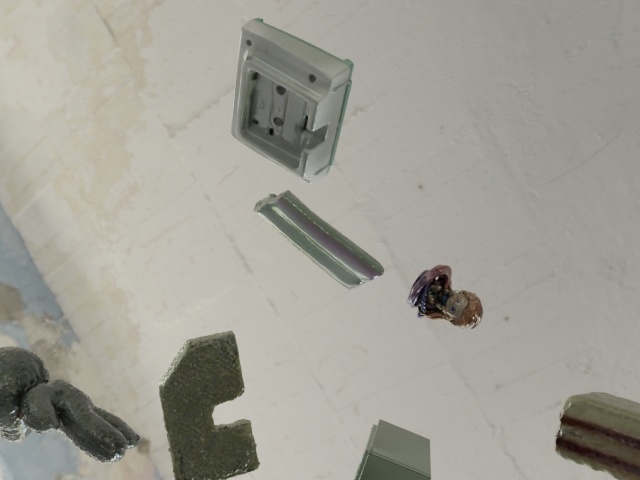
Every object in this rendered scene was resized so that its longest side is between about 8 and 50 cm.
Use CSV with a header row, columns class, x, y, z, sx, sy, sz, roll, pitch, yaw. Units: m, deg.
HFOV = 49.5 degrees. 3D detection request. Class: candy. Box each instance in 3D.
class,x,y,z,sx,sy,sz,roll,pitch,yaw
candy,0.621,0.388,1.305,0.320,0.179,0.135,15,-88,45

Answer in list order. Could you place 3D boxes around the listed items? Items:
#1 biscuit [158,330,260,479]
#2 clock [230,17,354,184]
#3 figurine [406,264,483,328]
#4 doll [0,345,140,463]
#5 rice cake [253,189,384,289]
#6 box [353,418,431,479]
class,x,y,z,sx,sy,sz,roll,pitch,yaw
biscuit,-0.190,0.286,1.167,0.046,0.147,0.250,-172,-107,-76
clock,-0.075,-0.257,1.339,0.231,0.116,0.262,30,-45,16
figurine,0.262,0.122,1.436,0.157,0.126,0.114,31,-14,3
doll,-0.512,0.330,1.290,0.340,0.246,0.158,35,-93,-1
rice cake,-0.001,0.000,1.093,0.221,0.042,0.080,40,-36,-20
box,0.107,0.477,1.271,0.117,0.225,0.225,20,-87,8
